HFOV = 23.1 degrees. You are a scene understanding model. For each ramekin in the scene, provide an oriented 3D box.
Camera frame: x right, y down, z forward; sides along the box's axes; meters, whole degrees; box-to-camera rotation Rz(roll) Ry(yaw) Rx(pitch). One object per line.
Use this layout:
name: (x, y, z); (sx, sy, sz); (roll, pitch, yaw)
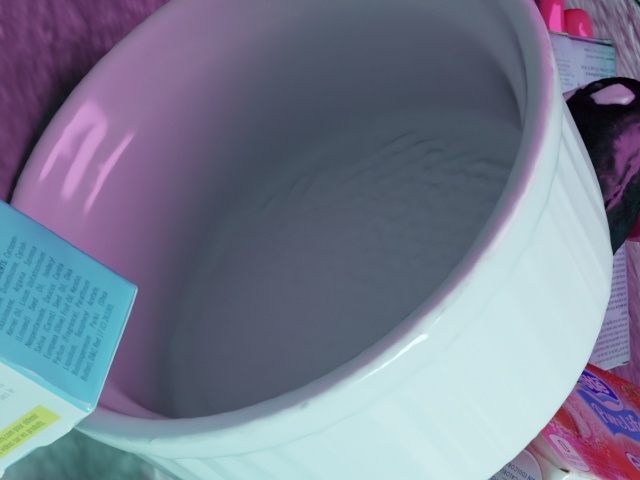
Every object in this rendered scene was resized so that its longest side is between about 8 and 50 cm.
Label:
ramekin: (0.000, 0.000, 0.728); (0.135, 0.277, 0.277); (51, 38, -44)

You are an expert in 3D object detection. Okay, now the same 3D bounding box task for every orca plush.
orca plush: (0.108, -0.007, 0.905); (0.287, 0.102, 0.151); (-22, 98, -20)

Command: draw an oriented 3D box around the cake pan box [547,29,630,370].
cake pan box: (0.136, -0.019, 1.074); (0.267, 0.070, 0.246); (-8, 93, -59)

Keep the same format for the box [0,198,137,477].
box: (-0.192, -0.006, 0.527); (0.244, 0.100, 0.060); (35, 45, -21)

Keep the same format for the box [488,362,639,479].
box: (0.123, 0.158, 0.906); (0.300, 0.154, 0.142); (24, 22, -50)

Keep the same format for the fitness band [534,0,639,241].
fitness band: (0.232, -0.141, 1.202); (0.054, 0.209, 0.291); (-5, 76, -18)
